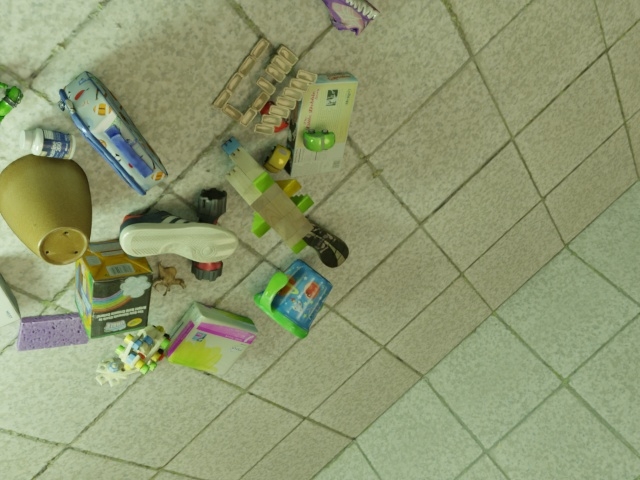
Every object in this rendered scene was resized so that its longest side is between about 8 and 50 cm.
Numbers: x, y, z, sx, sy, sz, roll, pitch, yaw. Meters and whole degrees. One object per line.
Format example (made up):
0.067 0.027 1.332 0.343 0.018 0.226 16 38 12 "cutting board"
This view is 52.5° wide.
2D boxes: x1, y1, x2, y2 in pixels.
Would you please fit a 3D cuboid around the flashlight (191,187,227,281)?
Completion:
-0.344 -0.017 2.049 0.103 0.103 0.303 10 119 -7 "flashlight"

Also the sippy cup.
-0.084 0.198 2.350 0.240 0.305 0.224 39 87 -5 "sippy cup"

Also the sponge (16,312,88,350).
-0.820 0.280 2.006 0.210 0.031 0.117 -2 126 -35 "sponge"

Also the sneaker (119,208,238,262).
-0.420 -0.027 1.931 0.350 0.148 0.131 7 117 -28 "sneaker"

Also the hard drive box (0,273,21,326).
-0.967 0.178 1.762 0.232 0.089 0.181 -23 136 -18 "hard drive box"

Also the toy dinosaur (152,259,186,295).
-0.504 0.120 2.096 0.092 0.053 0.183 -50 148 -12 "toy dinosaur"

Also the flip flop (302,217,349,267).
0.000 0.000 2.337 0.112 0.080 0.277 -44 124 12 "flip flop"

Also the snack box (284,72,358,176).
-0.003 -0.356 2.021 0.187 0.060 0.321 -10 131 -27 "snack box"

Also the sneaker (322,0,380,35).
0.057 -0.639 1.799 0.237 0.095 0.104 11 126 -43 "sneaker"

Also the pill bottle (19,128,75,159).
-0.680 -0.242 1.618 0.120 0.067 0.067 4 123 -39 "pill bottle"

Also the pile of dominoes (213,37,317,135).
-0.154 -0.431 1.842 0.196 0.040 0.251 34 105 -23 "pile of dominoes"

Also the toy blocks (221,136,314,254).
-0.178 -0.146 1.948 0.191 0.261 0.381 -42 146 -1 "toy blocks"

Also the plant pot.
-0.678 -0.056 1.644 0.237 0.254 0.237 -20 137 -21 "plant pot"

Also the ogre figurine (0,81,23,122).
-0.786 -0.315 1.463 0.197 0.097 0.118 4 106 -56 "ogre figurine"

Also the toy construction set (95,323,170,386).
-0.601 0.383 2.125 0.328 0.151 0.215 -38 -169 44 "toy construction set"

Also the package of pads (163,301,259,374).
-0.396 0.362 2.338 0.297 0.101 0.229 26 107 -46 "package of pads"

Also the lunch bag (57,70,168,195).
-0.509 -0.259 1.596 0.115 0.243 0.303 -37 140 -3 "lunch bag"

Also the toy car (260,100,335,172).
-0.068 -0.298 1.947 0.225 0.053 0.238 1 127 1 "toy car"

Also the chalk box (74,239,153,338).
-0.623 0.165 1.940 0.180 0.179 0.288 -7 131 -33 "chalk box"
